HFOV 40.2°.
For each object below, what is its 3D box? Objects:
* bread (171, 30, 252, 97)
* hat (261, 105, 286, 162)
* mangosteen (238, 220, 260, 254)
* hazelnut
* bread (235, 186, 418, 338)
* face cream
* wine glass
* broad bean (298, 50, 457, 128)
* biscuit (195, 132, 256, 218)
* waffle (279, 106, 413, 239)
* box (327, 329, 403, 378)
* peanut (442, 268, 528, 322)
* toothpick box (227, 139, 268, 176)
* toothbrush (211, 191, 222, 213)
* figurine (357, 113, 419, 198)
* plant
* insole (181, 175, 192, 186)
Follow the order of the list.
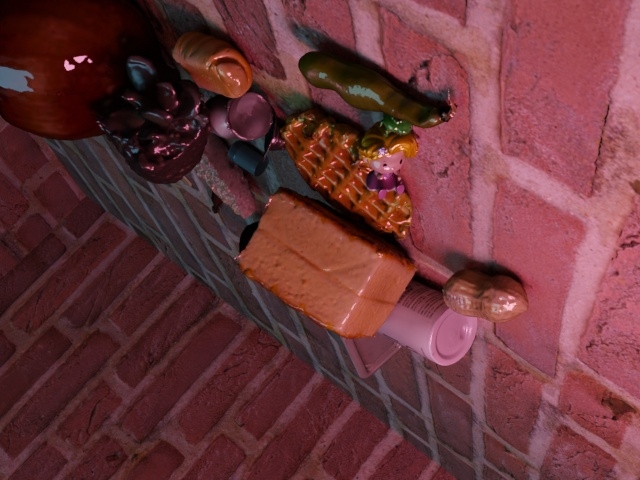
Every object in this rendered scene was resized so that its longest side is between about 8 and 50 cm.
[{"bbox_3d":[-0.201,-0.335,1.665,0.177,0.084,0.119,28,160,38],"label":"bread"},{"bbox_3d":[-0.091,-0.213,1.771,0.050,0.121,0.121,5,169,-12],"label":"hat"},{"bbox_3d":[-0.150,0.018,2.399,0.152,0.152,0.152,38,164,13],"label":"mangosteen"},{"bbox_3d":[-0.529,-0.388,1.849,0.420,0.353,0.421,13,148,8],"label":"hazelnut"},{"bbox_3d":[0.020,0.051,1.803,0.279,0.207,0.279,32,-176,20],"label":"bread"},{"bbox_3d":[0.169,0.150,1.962,0.369,0.145,0.145,22,155,49],"label":"face cream"},{"bbox_3d":[-0.181,-0.254,1.788,0.103,0.103,0.222,48,167,-22],"label":"wine glass"},{"bbox_3d":[0.084,-0.234,1.331,0.318,0.056,0.098,21,148,39],"label":"broad bean"},{"bbox_3d":[-0.267,-0.191,2.208,0.179,0.084,0.281,33,160,42],"label":"biscuit"},{"bbox_3d":[0.044,-0.129,1.666,0.325,0.068,0.302,25,157,42],"label":"waffle"},{"bbox_3d":[0.089,0.194,2.245,0.182,0.175,0.312,42,167,31],"label":"box"},{"bbox_3d":[0.304,0.100,1.623,0.214,0.090,0.099,7,133,59],"label":"peanut"},{"bbox_3d":[-0.168,-0.190,2.026,0.083,0.052,0.052,35,163,20],"label":"toothpick box"},{"bbox_3d":[-0.291,-0.128,2.497,0.041,0.041,0.364,41,164,1],"label":"toothbrush"},{"bbox_3d":[0.102,-0.161,1.426,0.115,0.094,0.156,57,161,34],"label":"figurine"},{"bbox_3d":[-0.329,-0.233,1.749,0.199,0.188,0.276,47,163,13],"label":"plant"},{"bbox_3d":[-0.488,-0.251,2.682,0.248,0.011,0.081,44,163,-10],"label":"insole"}]
